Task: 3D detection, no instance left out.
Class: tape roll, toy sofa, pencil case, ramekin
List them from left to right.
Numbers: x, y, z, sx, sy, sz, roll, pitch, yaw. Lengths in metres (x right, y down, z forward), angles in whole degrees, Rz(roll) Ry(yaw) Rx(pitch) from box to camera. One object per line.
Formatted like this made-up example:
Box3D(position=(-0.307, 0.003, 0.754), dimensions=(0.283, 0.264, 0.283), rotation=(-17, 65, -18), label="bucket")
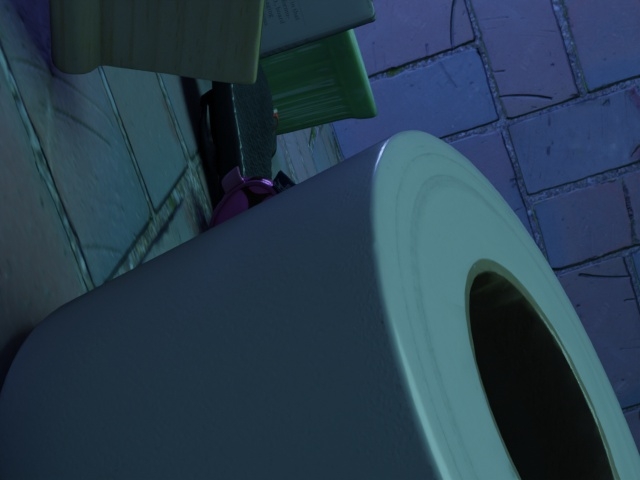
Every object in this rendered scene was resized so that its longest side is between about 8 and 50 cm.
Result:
Box3D(position=(-0.100, -0.270, 0.759), dimensions=(0.150, 0.177, 0.363), rotation=(100, -4, -49), label="toy sofa")
Box3D(position=(-0.043, -0.278, 1.566), dimensions=(0.303, 0.148, 0.304), rotation=(-18, 90, -85), label="ramekin")
Box3D(position=(0.000, 0.000, 1.053), dimensions=(0.209, 0.095, 0.098), rotation=(16, 39, -55), label="pencil case")
Box3D(position=(0.017, 0.100, 0.494), dimensions=(0.246, 0.169, 0.246), rotation=(49, 26, -34), label="tape roll")

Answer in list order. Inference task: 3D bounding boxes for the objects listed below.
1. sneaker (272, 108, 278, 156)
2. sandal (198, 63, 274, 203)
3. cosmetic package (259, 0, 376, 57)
Box3D(position=(-0.065, -0.095, 1.255), dimensions=(0.158, 0.061, 0.065), rotation=(-34, 115, -83), label="sneaker")
Box3D(position=(-0.081, -0.080, 1.116), dimensions=(0.097, 0.054, 0.255), rotation=(47, 34, -57), label="sandal")
Box3D(position=(-0.050, -0.269, 1.273), dimensions=(0.151, 0.183, 0.152), rotation=(-74, 146, -81), label="cosmetic package")
